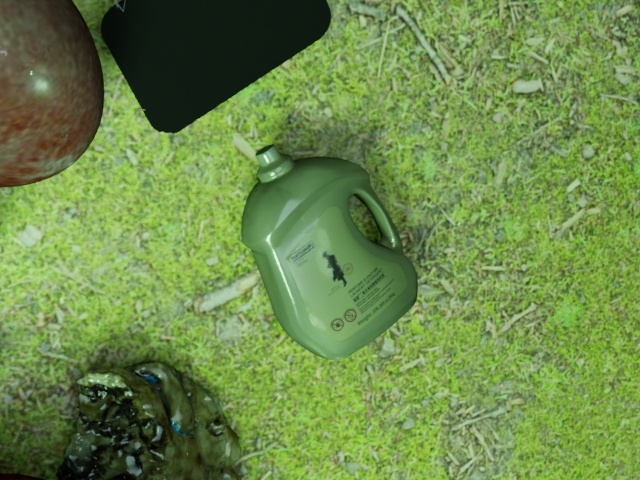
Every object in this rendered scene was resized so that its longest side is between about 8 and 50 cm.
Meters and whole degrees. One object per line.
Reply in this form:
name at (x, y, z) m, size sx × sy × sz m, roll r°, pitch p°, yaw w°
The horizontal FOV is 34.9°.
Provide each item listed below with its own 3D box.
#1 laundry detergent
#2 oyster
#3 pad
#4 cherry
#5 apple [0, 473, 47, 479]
laundry detergent at (0.000, 0.000, 1.179) m, size 0.181 × 0.091 × 0.253 m, roll -34°, pitch 109°, yaw -14°
oyster at (-0.183, 0.244, 1.161) m, size 0.223 × 0.083 × 0.214 m, roll 5°, pitch 100°, yaw -28°
pad at (-0.147, -0.305, 1.088) m, size 0.250 × 0.055 × 0.323 m, roll -35°, pitch 109°, yaw -12°
cherry at (-0.331, -0.161, 0.947) m, size 0.213 × 0.236 × 0.285 m, roll -59°, pitch 142°, yaw -23°
apple at (-0.311, 0.398, 1.012) m, size 0.348 × 0.277 × 0.348 m, roll -8°, pitch 113°, yaw -20°
